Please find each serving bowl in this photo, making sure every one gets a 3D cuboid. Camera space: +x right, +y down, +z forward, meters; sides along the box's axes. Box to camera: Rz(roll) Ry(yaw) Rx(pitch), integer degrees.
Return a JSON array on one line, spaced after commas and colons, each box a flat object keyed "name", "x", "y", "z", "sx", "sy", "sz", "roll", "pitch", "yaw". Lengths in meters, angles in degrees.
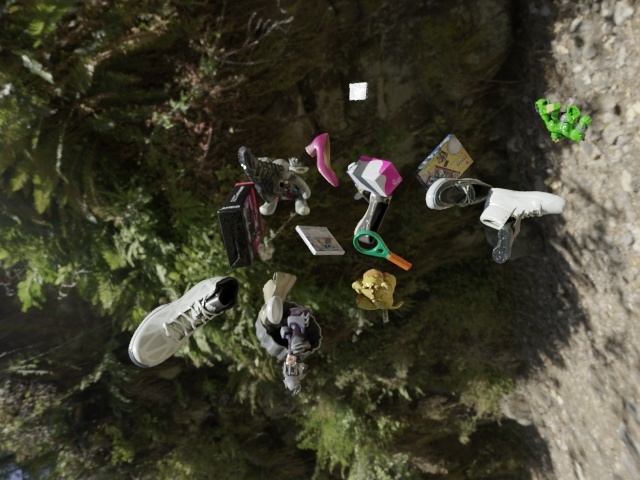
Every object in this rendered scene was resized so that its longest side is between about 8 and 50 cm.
[{"name": "serving bowl", "x": -0.140, "y": 0.205, "z": 1.287, "sx": 0.083, "sy": 0.027, "sz": 0.083, "roll": -2, "pitch": -90, "yaw": -73}]

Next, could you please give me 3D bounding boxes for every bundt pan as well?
[{"name": "bundt pan", "x": -0.163, "y": 0.438, "z": 2.047, "sx": 0.331, "sy": 0.124, "sz": 0.330, "roll": 26, "pitch": -152, "yaw": -15}]

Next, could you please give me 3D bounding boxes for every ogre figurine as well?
[{"name": "ogre figurine", "x": 0.786, "y": -0.381, "z": 1.396, "sx": 0.197, "sy": 0.096, "sz": 0.118, "roll": 23, "pitch": 163, "yaw": 47}]

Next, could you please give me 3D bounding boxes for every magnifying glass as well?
[{"name": "magnifying glass", "x": 0.220, "y": 0.038, "z": 1.523, "sx": 0.231, "sy": 0.092, "sz": 0.026, "roll": 31, "pitch": -143, "yaw": -12}]

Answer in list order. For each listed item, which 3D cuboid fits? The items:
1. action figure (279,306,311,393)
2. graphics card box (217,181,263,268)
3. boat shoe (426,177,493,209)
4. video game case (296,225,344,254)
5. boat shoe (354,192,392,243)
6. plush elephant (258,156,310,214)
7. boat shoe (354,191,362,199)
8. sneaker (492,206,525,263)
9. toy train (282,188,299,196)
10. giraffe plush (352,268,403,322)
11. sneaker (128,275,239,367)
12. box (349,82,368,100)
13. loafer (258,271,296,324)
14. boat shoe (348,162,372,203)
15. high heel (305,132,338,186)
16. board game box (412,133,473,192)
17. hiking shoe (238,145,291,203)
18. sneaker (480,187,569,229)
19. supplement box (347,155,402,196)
[{"name": "action figure", "x": -0.078, "y": 0.353, "z": 1.386, "sx": 0.284, "sy": 0.099, "sz": 0.185, "roll": -94, "pitch": 15, "yaw": -45}, {"name": "graphics card box", "x": -0.304, "y": -0.073, "z": 1.709, "sx": 0.371, "sy": 0.094, "sz": 0.232, "roll": -88, "pitch": -8, "yaw": -68}, {"name": "boat shoe", "x": 0.568, "y": -0.197, "z": 1.741, "sx": 0.119, "sy": 0.335, "sz": 0.121, "roll": 16, "pitch": 118, "yaw": 52}, {"name": "video game case", "x": 0.000, "y": 0.000, "z": 2.109, "sx": 0.201, "sy": 0.023, "sz": 0.183, "roll": 2, "pitch": -138, "yaw": -46}, {"name": "boat shoe", "x": 0.276, "y": -0.140, "z": 2.053, "sx": 0.112, "sy": 0.335, "sz": 0.095, "roll": 11, "pitch": -162, "yaw": -44}, {"name": "plush elephant", "x": -0.191, "y": -0.296, "z": 2.178, "sx": 0.255, "sy": 0.272, "sz": 0.329, "roll": 31, "pitch": -112, "yaw": -71}, {"name": "boat shoe", "x": 0.224, "y": -0.251, "z": 2.330, "sx": 0.035, "sy": 0.100, "sz": 0.035, "roll": 60, "pitch": -161, "yaw": -5}, {"name": "sneaker", "x": 0.586, "y": -0.013, "z": 1.348, "sx": 0.051, "sy": 0.089, "sz": 0.170, "roll": 27, "pitch": 140, "yaw": 35}, {"name": "toy train", "x": -0.167, "y": -0.204, "z": 1.812, "sx": 0.036, "sy": 0.159, "sz": 0.027, "roll": -96, "pitch": 11, "yaw": -47}, {"name": "giraffe plush", "x": 0.201, "y": 0.182, "z": 1.630, "sx": 0.170, "sy": 0.182, "sz": 0.210, "roll": 56, "pitch": -171, "yaw": -49}, {"name": "sneaker", "x": -0.471, "y": 0.261, "z": 1.557, "sx": 0.169, "sy": 0.258, "sz": 0.447, "roll": 52, "pitch": -130, "yaw": -9}, {"name": "box", "x": 0.161, "y": -0.622, "z": 1.812, "sx": 0.018, "sy": 0.083, "sz": 0.067, "roll": -13, "pitch": -70, "yaw": -48}, {"name": "loafer", "x": -0.169, "y": 0.201, "z": 1.556, "sx": 0.268, "sy": 0.092, "sz": 0.101, "roll": -59, "pitch": -8, "yaw": -61}, {"name": "boat shoe", "x": 0.235, "y": -0.265, "z": 2.121, "sx": 0.305, "sy": 0.109, "sz": 0.091, "roll": 40, "pitch": -138, "yaw": -44}, {"name": "high heel", "x": 0.039, "y": -0.353, "z": 1.891, "sx": 0.244, "sy": 0.117, "sz": 0.082, "roll": 60, "pitch": -165, "yaw": 24}, {"name": "board game box", "x": 0.543, "y": -0.323, "z": 1.917, "sx": 0.165, "sy": 0.243, "sz": 0.042, "roll": 46, "pitch": 174, "yaw": -22}, {"name": "hiking shoe", "x": -0.179, "y": -0.227, "z": 1.393, "sx": 0.086, "sy": 0.114, "sz": 0.226, "roll": 54, "pitch": 175, "yaw": 42}, {"name": "sneaker", "x": 0.764, "y": -0.097, "z": 1.645, "sx": 0.108, "sy": 0.293, "sz": 0.169, "roll": 46, "pitch": -116, "yaw": -46}, {"name": "supplement box", "x": 0.238, "y": -0.287, "z": 1.920, "sx": 0.114, "sy": 0.111, "sz": 0.220, "roll": 48, "pitch": 172, "yaw": -31}]
